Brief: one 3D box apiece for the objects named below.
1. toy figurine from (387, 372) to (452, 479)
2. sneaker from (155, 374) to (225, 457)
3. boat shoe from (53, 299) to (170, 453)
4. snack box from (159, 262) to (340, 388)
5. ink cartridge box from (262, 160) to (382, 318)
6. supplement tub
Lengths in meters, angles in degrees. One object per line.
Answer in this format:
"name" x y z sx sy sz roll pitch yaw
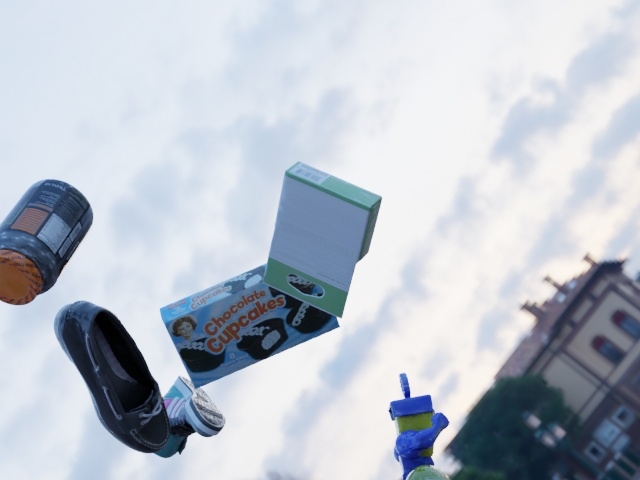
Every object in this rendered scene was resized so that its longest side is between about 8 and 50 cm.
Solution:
"toy figurine" 0.113 0.305 1.717 0.362 0.191 0.217 75 -167 -76
"sneaker" -0.337 0.449 2.723 0.178 0.124 0.295 -56 21 0
"boat shoe" -0.342 0.246 1.971 0.112 0.095 0.335 -51 -56 -39
"snack box" -0.138 0.155 2.269 0.322 0.060 0.187 -23 -55 -5
"ink cartridge box" 0.000 0.000 1.990 0.056 0.171 0.235 -42 -30 -53
"supplement tub" -0.423 0.003 1.691 0.190 0.117 0.117 -68 1 -51
